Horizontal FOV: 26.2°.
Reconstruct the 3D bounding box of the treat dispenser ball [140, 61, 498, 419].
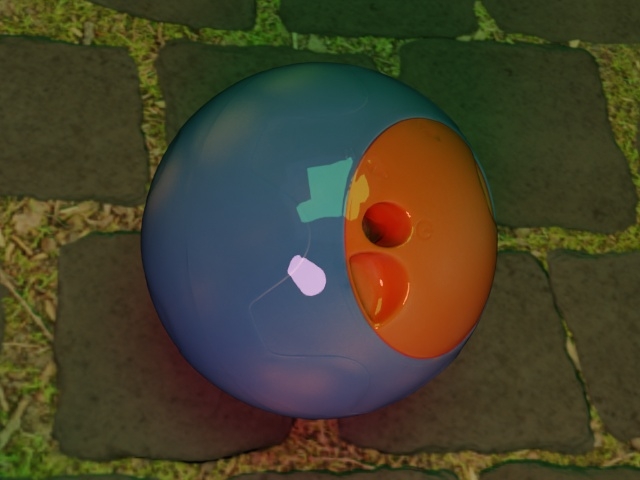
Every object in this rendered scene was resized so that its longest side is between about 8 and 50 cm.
[{"bbox_3d":[0.000,0.000,1.113,0.288,0.288,0.288,7,54,-10],"label":"treat dispenser ball"}]
